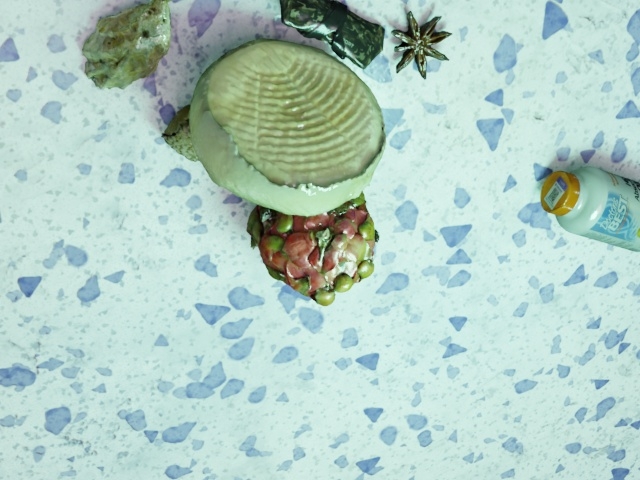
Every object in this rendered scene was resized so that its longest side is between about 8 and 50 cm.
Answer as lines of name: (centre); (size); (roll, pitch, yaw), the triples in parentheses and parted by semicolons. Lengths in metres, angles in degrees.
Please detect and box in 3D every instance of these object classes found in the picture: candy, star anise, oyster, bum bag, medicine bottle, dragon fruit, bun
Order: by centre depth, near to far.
oyster: (-0.335, -0.336, 1.487); (0.209, 0.072, 0.133); (-22, 122, 11)
bun: (-0.067, -0.185, 1.532); (0.364, 0.364, 0.202); (4, 147, -20)
bum bag: (0.019, -0.402, 1.566); (0.248, 0.102, 0.069); (20, 140, -25)
candy: (-0.242, -0.201, 1.597); (0.110, 0.095, 0.085); (45, 60, -30)
star anise: (0.196, -0.388, 1.658); (0.141, 0.042, 0.141); (-6, 117, -12)
dragon fruit: (0.000, 0.000, 1.670); (0.250, 0.291, 0.269); (-32, 125, -5)
medicine bottle: (0.641, -0.076, 1.910); (0.288, 0.157, 0.157); (14, 113, -25)
